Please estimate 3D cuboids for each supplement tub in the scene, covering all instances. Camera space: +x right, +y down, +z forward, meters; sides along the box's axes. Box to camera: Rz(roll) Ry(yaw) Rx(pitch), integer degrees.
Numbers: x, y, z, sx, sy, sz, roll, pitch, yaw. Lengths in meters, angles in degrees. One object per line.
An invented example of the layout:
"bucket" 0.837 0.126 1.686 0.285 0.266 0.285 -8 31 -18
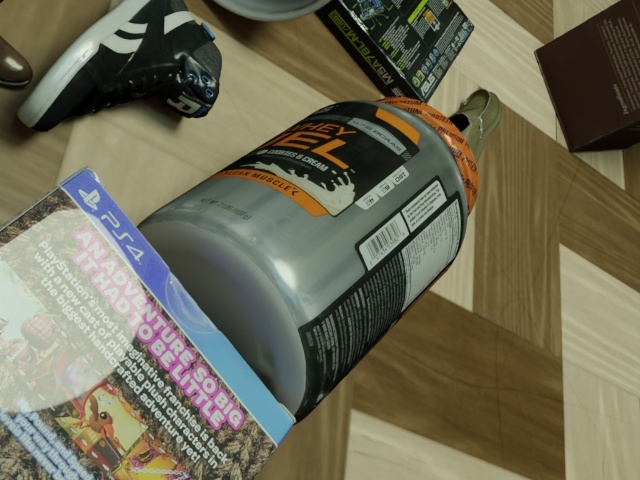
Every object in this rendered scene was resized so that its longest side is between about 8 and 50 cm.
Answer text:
"supplement tub" 0.000 0.000 0.763 0.316 0.193 0.193 -39 99 -46

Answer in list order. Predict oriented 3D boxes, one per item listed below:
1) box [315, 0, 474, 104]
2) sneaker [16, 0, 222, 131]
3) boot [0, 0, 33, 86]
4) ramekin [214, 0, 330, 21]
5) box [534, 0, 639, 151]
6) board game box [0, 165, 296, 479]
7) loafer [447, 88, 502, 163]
"box" 0.090 -0.273 1.077 0.184 0.045 0.191 45 48 -15
"sneaker" -0.151 -0.137 0.766 0.121 0.079 0.217 44 46 -17
"boot" -0.245 -0.170 0.670 0.106 0.114 0.037 29 54 -30
"ramekin" -0.040 -0.330 0.875 0.207 0.207 0.109 52 37 -12
"box" 0.457 -0.243 1.284 0.168 0.203 0.167 -8 77 -44
"board game box" -0.196 0.138 0.556 0.232 0.141 0.291 53 45 -11
"loafer" 0.179 -0.141 1.088 0.050 0.056 0.148 47 46 -25
